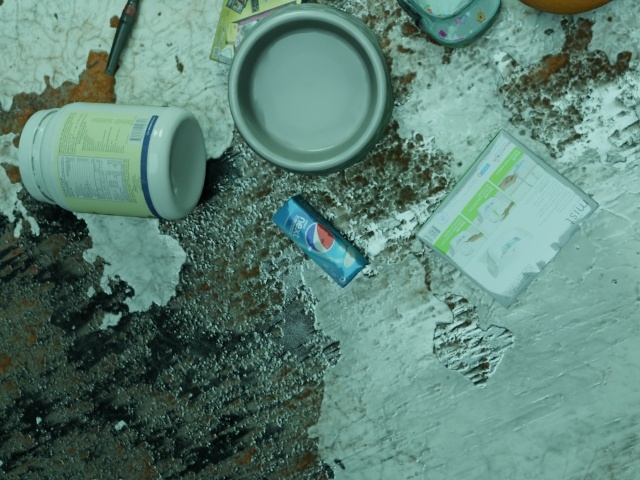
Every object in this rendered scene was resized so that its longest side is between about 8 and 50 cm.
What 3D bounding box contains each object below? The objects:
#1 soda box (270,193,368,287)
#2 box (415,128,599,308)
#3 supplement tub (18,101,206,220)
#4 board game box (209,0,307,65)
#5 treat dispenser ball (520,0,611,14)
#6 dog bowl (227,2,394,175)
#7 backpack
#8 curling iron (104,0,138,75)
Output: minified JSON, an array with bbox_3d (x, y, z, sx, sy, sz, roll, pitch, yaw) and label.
[{"bbox_3d":[0.000,0.000,1.552,0.210,0.071,0.067,43,106,4],"label":"soda box"},{"bbox_3d":[0.357,-0.044,1.433,0.231,0.127,0.262,38,105,5],"label":"box"},{"bbox_3d":[-0.427,-0.167,1.542,0.325,0.235,0.235,5,100,13],"label":"supplement tub"},{"bbox_3d":[-0.120,-0.469,1.523,0.165,0.042,0.243,19,102,10],"label":"board game box"},{"bbox_3d":[0.428,-0.534,1.257,0.288,0.288,0.288,2,99,13],"label":"treat dispenser ball"},{"bbox_3d":[-0.023,-0.294,1.467,0.349,0.102,0.348,1,103,4],"label":"dog bowl"},{"bbox_3d":[0.246,-0.461,1.389,0.166,0.144,0.188,-40,91,10],"label":"backpack"},{"bbox_3d":[-0.425,-0.491,1.596,0.068,0.035,0.273,18,101,14],"label":"curling iron"}]
